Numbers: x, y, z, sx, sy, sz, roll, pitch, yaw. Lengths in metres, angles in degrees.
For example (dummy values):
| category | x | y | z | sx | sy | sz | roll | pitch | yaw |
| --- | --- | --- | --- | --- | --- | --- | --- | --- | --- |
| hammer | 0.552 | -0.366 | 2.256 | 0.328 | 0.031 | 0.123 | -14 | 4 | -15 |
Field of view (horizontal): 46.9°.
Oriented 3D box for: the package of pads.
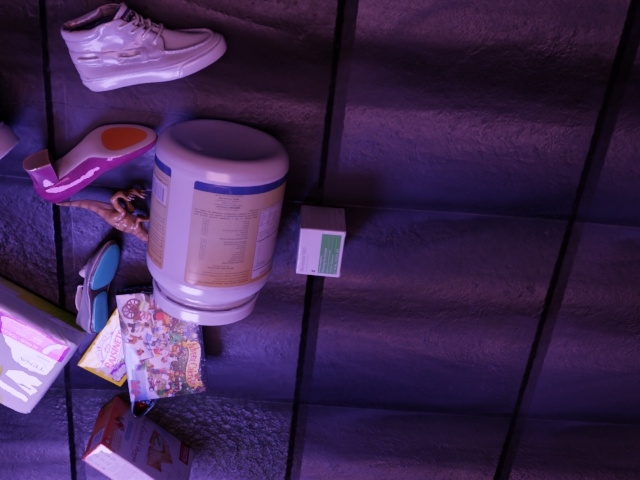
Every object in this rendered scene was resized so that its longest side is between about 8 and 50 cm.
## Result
| category | x | y | z | sx | sy | sz | roll | pitch | yaw |
| --- | --- | --- | --- | --- | --- | --- | --- | --- | --- |
| package of pads | -0.658 | 0.197 | 1.486 | 0.297 | 0.101 | 0.229 | 33 | 112 | -17 |

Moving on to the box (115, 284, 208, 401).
| category | x | y | z | sx | sy | sz | roll | pitch | yaw |
| --- | --- | --- | --- | --- | --- | --- | --- | --- | --- |
| box | -0.317 | 0.203 | 1.495 | 0.159 | 0.044 | 0.233 | -6 | 107 | -8 |

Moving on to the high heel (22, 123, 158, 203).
| category | x | y | z | sx | sy | sz | roll | pitch | yaw |
| --- | --- | --- | --- | --- | --- | --- | --- | --- | --- |
| high heel | -0.406 | -0.135 | 1.350 | 0.244 | 0.082 | 0.117 | -21 | 149 | -6 |

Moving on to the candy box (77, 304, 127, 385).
| category | x | y | z | sx | sy | sz | roll | pitch | yaw |
| --- | --- | --- | --- | --- | --- | --- | --- | --- | --- |
| candy box | -0.412 | 0.209 | 1.542 | 0.105 | 0.027 | 0.206 | 32 | 112 | -15 |

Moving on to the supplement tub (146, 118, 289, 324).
| category | x | y | z | sx | sy | sz | roll | pitch | yaw |
| --- | --- | --- | --- | --- | --- | --- | --- | --- | --- |
| supplement tub | -0.188 | -0.032 | 1.309 | 0.228 | 0.228 | 0.316 | 9 | 117 | -6 |

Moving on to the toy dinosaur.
| category | x | y | z | sx | sy | sz | roll | pitch | yaw |
| --- | --- | --- | --- | --- | --- | --- | --- | --- | --- |
| toy dinosaur | -0.385 | -0.052 | 1.386 | 0.212 | 0.064 | 0.112 | 28 | 115 | -15 |

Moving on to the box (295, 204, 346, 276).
| category | x | y | z | sx | sy | sz | roll | pitch | yaw |
| --- | --- | --- | --- | --- | --- | --- | --- | --- | --- |
| box | 0.000 | 0.000 | 1.403 | 0.087 | 0.102 | 0.101 | 6 | 119 | -3 |

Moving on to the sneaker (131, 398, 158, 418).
| category | x | y | z | sx | sy | sz | roll | pitch | yaw |
| --- | --- | --- | --- | --- | --- | --- | --- | --- | --- |
| sneaker | -0.357 | 0.318 | 1.575 | 0.063 | 0.073 | 0.162 | 25 | 114 | -14 |

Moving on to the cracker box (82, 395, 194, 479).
| category | x | y | z | sx | sy | sz | roll | pitch | yaw |
| --- | --- | --- | --- | --- | --- | --- | --- | --- | --- |
| cracker box | -0.388 | 0.466 | 1.605 | 0.067 | 0.155 | 0.232 | -40 | 113 | 17 |

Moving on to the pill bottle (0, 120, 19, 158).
| category | x | y | z | sx | sy | sz | roll | pitch | yaw |
| --- | --- | --- | --- | --- | --- | --- | --- | --- | --- |
| pill bottle | -0.666 | -0.247 | 1.204 | 0.188 | 0.188 | 0.334 | -32 | 114 | 14 |

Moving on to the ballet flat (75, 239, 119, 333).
| category | x | y | z | sx | sy | sz | roll | pitch | yaw |
| --- | --- | --- | --- | --- | --- | --- | --- | --- | --- |
| ballet flat | -0.450 | 0.087 | 1.457 | 0.068 | 0.072 | 0.213 | 25 | 115 | 20 |

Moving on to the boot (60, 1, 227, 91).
| category | x | y | z | sx | sy | sz | roll | pitch | yaw |
| --- | --- | --- | --- | --- | --- | --- | --- | --- | --- |
| boot | -0.293 | -0.331 | 1.212 | 0.258 | 0.095 | 0.123 | -13 | 135 | 6 |
